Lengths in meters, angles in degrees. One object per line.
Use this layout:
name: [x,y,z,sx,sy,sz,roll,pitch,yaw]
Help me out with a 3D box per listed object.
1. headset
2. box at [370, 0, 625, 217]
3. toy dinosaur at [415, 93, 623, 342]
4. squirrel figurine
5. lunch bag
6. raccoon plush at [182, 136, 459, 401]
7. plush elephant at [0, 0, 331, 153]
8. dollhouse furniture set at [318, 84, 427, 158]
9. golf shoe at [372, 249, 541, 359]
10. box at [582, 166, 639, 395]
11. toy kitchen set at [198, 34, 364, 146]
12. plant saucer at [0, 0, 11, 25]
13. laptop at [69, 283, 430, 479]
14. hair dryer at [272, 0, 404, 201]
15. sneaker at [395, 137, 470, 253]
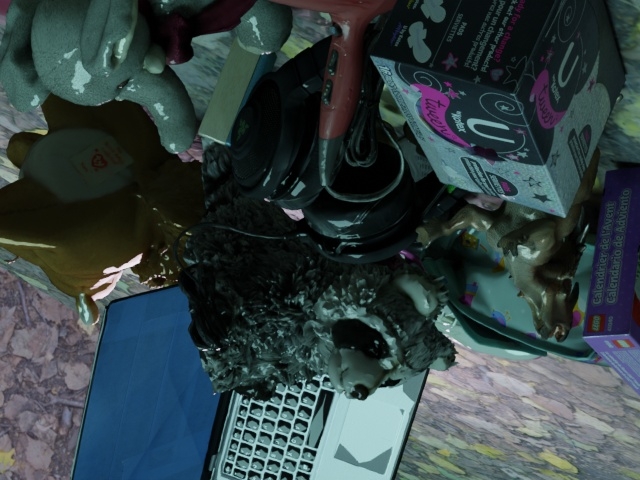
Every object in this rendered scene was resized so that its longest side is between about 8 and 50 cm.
headset: [0.006,-0.049,1.629,0.394,0.185,0.243,-36,130,20]
box: [0.167,-0.150,1.411,0.142,0.163,0.247,17,163,26]
toy dinosaur: [0.238,-0.045,1.644,0.200,0.296,0.127,-1,-145,-45]
squirrel figurine: [-0.281,-0.010,2.243,0.397,0.281,0.370,14,152,-1]
lunch bag: [0.270,0.061,1.884,0.262,0.160,0.223,14,-179,35]
raccoon plush: [0.000,0.000,1.918,0.299,0.446,0.216,-10,155,8]
plush elephant: [-0.161,-0.210,1.505,0.330,0.255,0.272,33,166,-24]
dollhouse furniture set: [0.079,-0.162,1.748,0.144,0.123,0.151,26,129,-8]
golf shoe: [0.158,0.077,2.050,0.306,0.115,0.140,28,-163,5]
box: [0.383,0.077,1.746,0.057,0.201,0.293,-7,148,34]
toy kitchen set: [-0.027,-0.146,1.858,0.166,0.122,0.207,22,-176,7]
plant saucer: [-0.381,-0.345,1.725,0.332,0.084,0.332,21,164,6]
laptop: [-0.092,0.252,2.143,0.408,0.382,0.236,18,-152,6]
hair dryer: [0.035,-0.175,1.414,0.080,0.224,0.293,17,163,44]
sneaker: [0.132,-0.047,1.922,0.153,0.101,0.268,27,168,-19]
